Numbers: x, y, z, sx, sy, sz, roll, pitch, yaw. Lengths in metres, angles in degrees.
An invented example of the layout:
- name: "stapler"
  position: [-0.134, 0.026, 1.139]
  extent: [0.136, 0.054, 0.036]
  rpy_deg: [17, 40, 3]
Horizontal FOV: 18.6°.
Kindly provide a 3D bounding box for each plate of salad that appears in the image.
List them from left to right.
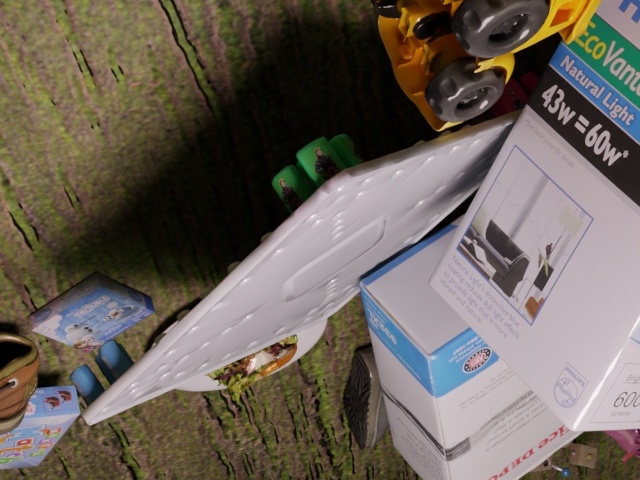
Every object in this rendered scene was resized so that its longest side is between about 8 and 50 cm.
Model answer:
- name: "plate of salad"
  position: [-0.085, 0.115, 2.067]
  extent: [0.200, 0.048, 0.200]
  rpy_deg: [-14, 150, -8]

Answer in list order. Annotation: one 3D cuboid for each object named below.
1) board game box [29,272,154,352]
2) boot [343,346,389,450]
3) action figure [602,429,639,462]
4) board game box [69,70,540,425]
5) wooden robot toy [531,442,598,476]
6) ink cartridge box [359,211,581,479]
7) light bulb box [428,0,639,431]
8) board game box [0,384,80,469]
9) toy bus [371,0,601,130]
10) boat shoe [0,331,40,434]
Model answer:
- name: "board game box"
  position: [-0.227, 0.073, 1.943]
  extent: [0.090, 0.020, 0.090]
  rpy_deg: [-32, 147, 21]
- name: "boot"
  position: [0.138, 0.160, 2.261]
  extent: [0.208, 0.076, 0.189]
  rpy_deg: [-16, 151, -19]
- name: "action figure"
  position: [0.423, 0.160, 2.240]
  extent: [0.248, 0.275, 0.370]
  rpy_deg: [-17, 137, -16]
- name: "board game box"
  position: [0.000, 0.000, 1.774]
  extent: [0.390, 0.050, 0.390]
  rpy_deg: [-43, 167, 36]
- name: "wooden robot toy"
  position: [0.270, 0.269, 2.534]
  extent: [0.173, 0.076, 0.079]
  rpy_deg: [-2, -179, -28]
- name: "ink cartridge box"
  position: [0.180, 0.114, 2.040]
  extent: [0.223, 0.129, 0.307]
  rpy_deg: [-34, 144, -16]
- name: "light bulb box"
  position: [0.352, -0.038, 1.759]
  extent: [0.358, 0.225, 0.361]
  rpy_deg: [2, 124, -44]
- name: "board game box"
  position: [-0.375, 0.202, 2.028]
  extent: [0.211, 0.039, 0.160]
  rpy_deg: [-4, 156, -27]
- name: "toy bus"
  position: [0.165, -0.215, 1.592]
  extent: [0.211, 0.149, 0.220]
  rpy_deg: [-18, 153, -23]
- name: "boat shoe"
  position: [-0.419, 0.141, 1.870]
  extent: [0.307, 0.110, 0.104]
  rpy_deg: [-12, 147, -33]
